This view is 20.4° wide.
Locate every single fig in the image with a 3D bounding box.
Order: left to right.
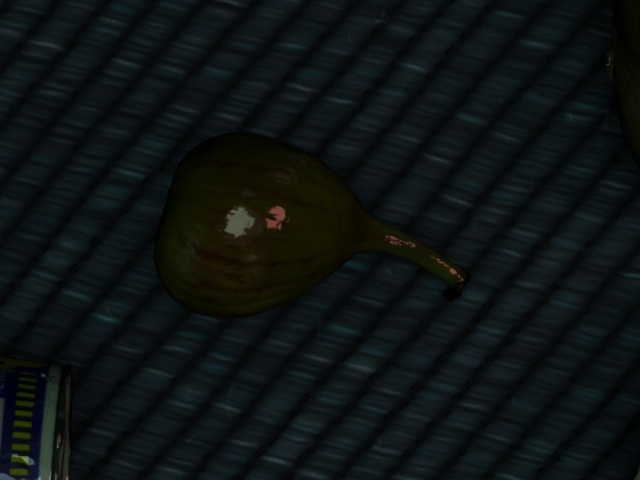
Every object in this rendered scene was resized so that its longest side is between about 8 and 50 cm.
[{"bbox_3d":[0.000,0.000,1.418,0.259,0.151,0.151,10,93,-2],"label":"fig"}]

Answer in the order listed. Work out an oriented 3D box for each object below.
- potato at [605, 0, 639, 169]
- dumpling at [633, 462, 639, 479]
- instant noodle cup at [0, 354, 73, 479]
[{"bbox_3d":[0.320,-0.177,1.363,0.202,0.218,0.351,-13,76,-25],"label":"potato"},{"bbox_3d":[0.441,0.165,1.324,0.395,0.233,0.316,12,90,6],"label":"dumpling"},{"bbox_3d":[-0.354,0.183,1.395,0.312,0.284,0.284,3,92,-5],"label":"instant noodle cup"}]
